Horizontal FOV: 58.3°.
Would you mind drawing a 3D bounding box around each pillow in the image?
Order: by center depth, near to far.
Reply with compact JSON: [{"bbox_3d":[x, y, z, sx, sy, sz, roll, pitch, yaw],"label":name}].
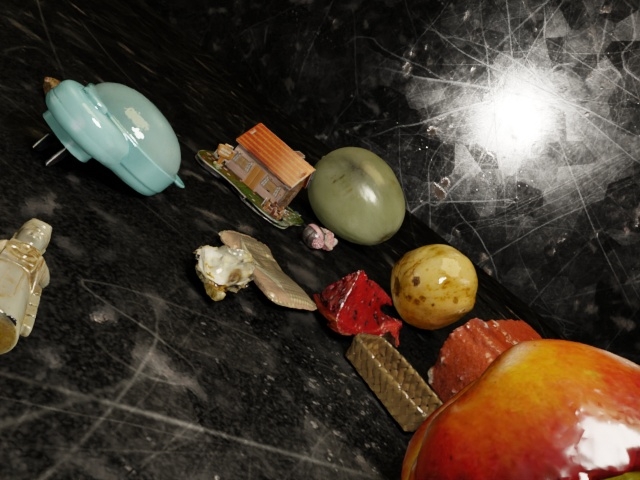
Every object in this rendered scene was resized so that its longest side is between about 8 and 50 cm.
[{"bbox_3d":[-0.100,0.053,1.046,0.135,0.034,0.211,16,24,-51],"label":"pillow"}]

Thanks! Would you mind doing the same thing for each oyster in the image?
[{"bbox_3d":[-0.155,0.051,0.888,0.103,0.051,0.148,18,16,-3],"label":"oyster"}]

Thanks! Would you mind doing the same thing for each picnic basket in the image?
[{"bbox_3d":[0.124,0.239,0.963,0.110,0.055,0.193,19,24,-49],"label":"picnic basket"}]

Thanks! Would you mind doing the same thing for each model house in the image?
[{"bbox_3d":[-0.137,-0.179,1.424,0.294,0.154,0.207,41,14,9],"label":"model house"}]

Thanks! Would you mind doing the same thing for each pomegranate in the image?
[{"bbox_3d":[0.278,0.114,1.374,0.215,0.215,0.215,35,15,-11],"label":"pomegranate"}]

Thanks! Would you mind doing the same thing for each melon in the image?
[{"bbox_3d":[0.102,-0.129,1.640,0.308,0.272,0.272,31,14,6],"label":"melon"}]

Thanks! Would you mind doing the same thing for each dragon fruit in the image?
[{"bbox_3d":[0.079,0.135,1.086,0.192,0.122,0.092,27,-18,-35],"label":"dragon fruit"}]

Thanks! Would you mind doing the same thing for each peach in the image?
[{"bbox_3d":[0.274,0.285,0.627,0.406,0.335,0.310,29,17,-6],"label":"peach"}]

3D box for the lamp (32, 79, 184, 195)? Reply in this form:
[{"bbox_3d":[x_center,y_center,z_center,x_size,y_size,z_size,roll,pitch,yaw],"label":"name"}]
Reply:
[{"bbox_3d":[-0.338,-0.177,0.958,0.209,0.147,0.284,48,19,14],"label":"lamp"}]

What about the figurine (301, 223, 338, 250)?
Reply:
[{"bbox_3d":[0.000,0.000,1.415,0.072,0.054,0.129,60,15,21],"label":"figurine"}]

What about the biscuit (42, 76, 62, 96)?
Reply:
[{"bbox_3d":[-0.476,-0.249,1.075,0.064,0.034,0.199,21,22,-45],"label":"biscuit"}]

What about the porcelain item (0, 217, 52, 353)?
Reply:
[{"bbox_3d":[-0.312,0.030,0.582,0.084,0.054,0.213,34,14,-22],"label":"porcelain item"}]

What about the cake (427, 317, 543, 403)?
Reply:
[{"bbox_3d":[0.337,0.261,1.104,0.283,0.177,0.151,6,35,-40],"label":"cake"}]
